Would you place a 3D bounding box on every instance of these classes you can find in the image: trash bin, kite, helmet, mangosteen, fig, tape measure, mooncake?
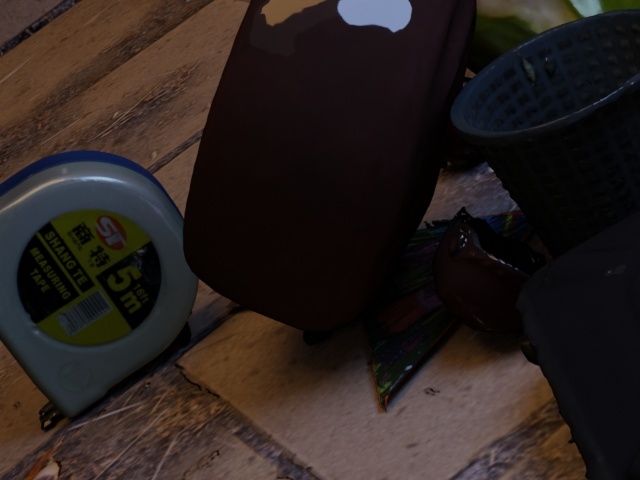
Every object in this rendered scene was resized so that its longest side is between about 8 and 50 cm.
[{"bbox_3d":[0.207,-0.062,1.405,0.175,0.161,0.175,-24,25,12],"label":"trash bin"},{"bbox_3d":[0.089,0.034,1.562,0.234,0.016,0.321,-28,23,7],"label":"kite"},{"bbox_3d":[0.126,0.033,1.415,0.070,0.098,0.123,-57,17,15],"label":"helmet"},{"bbox_3d":[0.129,-0.109,1.730,0.081,0.081,0.081,-27,22,12],"label":"mangosteen"},{"bbox_3d":[0.222,-0.194,1.694,0.206,0.206,0.275,-36,51,-10],"label":"fig"},{"bbox_3d":[-0.256,-0.022,1.688,0.215,0.351,0.098,-34,24,1],"label":"tape measure"},{"bbox_3d":[0.018,-0.090,1.525,0.334,0.174,0.326,23,-94,-81],"label":"mooncake"}]

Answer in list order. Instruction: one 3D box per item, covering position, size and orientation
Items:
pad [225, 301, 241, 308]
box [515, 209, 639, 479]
[{"bbox_3d":[0.000,0.000,1.752,0.113,0.006,0.188,-16,24,48],"label":"pad"},{"bbox_3d":[0.301,0.037,1.162,0.350,0.091,0.359,-30,24,6],"label":"box"}]
